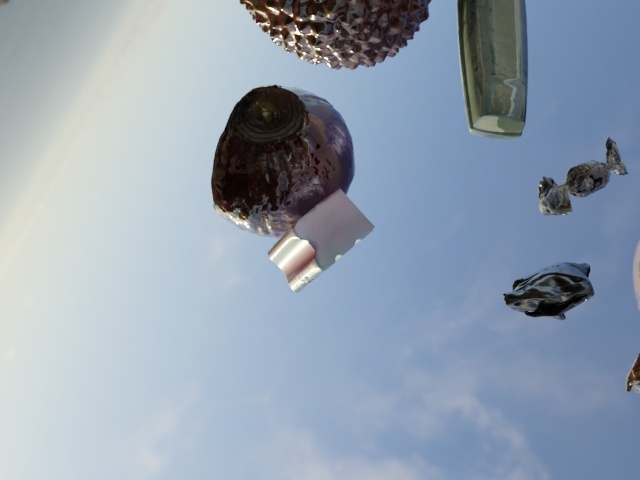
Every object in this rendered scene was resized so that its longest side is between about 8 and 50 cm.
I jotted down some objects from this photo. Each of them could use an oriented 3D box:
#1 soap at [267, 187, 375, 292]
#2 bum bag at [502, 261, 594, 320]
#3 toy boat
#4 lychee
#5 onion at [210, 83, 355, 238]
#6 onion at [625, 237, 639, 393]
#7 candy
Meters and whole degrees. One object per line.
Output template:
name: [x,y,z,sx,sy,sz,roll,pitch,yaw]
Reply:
soap: [0.000,0.000,0.845,0.100,0.056,0.149,-37,178,-23]
bum bag: [0.250,0.053,0.893,0.087,0.049,0.197,-17,180,18]
toy boat: [0.188,-0.227,0.918,0.085,0.078,0.260,112,-18,-65]
lychee: [0.019,-0.352,1.015,0.276,0.276,0.304,-43,-147,43]
onion: [-0.056,-0.164,1.684,0.282,0.260,0.337,87,25,-44]
onion: [0.659,0.123,1.392,0.385,0.348,0.348,-49,-161,4]
candy: [0.459,-0.110,1.436,0.226,0.094,0.051,-24,-151,-29]
